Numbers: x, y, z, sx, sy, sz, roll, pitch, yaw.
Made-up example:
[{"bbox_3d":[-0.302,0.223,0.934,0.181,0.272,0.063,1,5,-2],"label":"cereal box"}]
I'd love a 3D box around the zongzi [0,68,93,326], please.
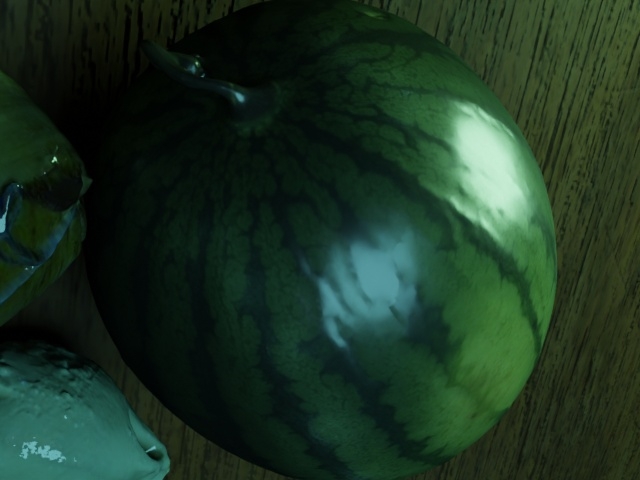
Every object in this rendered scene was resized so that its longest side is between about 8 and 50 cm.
[{"bbox_3d":[-0.297,0.087,0.828,0.356,0.174,0.393,-33,156,-32],"label":"zongzi"}]

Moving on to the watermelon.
[{"bbox_3d":[0.000,0.000,0.903,0.279,0.279,0.359,-41,146,-7],"label":"watermelon"}]

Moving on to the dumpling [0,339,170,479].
[{"bbox_3d":[-0.199,0.124,0.980,0.219,0.152,0.108,36,53,-40],"label":"dumpling"}]
